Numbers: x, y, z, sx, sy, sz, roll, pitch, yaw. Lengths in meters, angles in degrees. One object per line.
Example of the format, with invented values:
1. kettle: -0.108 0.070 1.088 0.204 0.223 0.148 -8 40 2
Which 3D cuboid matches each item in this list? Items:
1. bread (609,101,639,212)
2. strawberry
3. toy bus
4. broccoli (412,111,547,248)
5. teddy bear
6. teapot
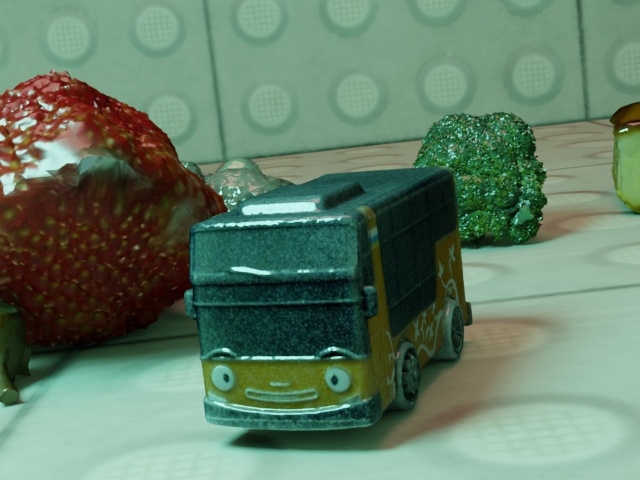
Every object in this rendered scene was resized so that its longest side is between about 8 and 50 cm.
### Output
1. bread: 0.573 -0.137 1.578 0.323 0.143 0.333 -3 9 13
2. strawberry: -0.235 -0.036 1.072 0.312 0.267 0.351 1 -12 -20
3. toy bus: 0.018 0.034 0.847 0.138 0.167 0.275 -2 11 22
4. broccoli: 0.201 -0.074 1.414 0.195 0.195 0.156 3 -24 46
5. teddy bear: -0.148 -0.023 1.338 0.267 0.151 0.236 -11 -23 2
6. teapot: -0.274 0.101 0.969 0.085 0.080 0.110 12 10 -39
